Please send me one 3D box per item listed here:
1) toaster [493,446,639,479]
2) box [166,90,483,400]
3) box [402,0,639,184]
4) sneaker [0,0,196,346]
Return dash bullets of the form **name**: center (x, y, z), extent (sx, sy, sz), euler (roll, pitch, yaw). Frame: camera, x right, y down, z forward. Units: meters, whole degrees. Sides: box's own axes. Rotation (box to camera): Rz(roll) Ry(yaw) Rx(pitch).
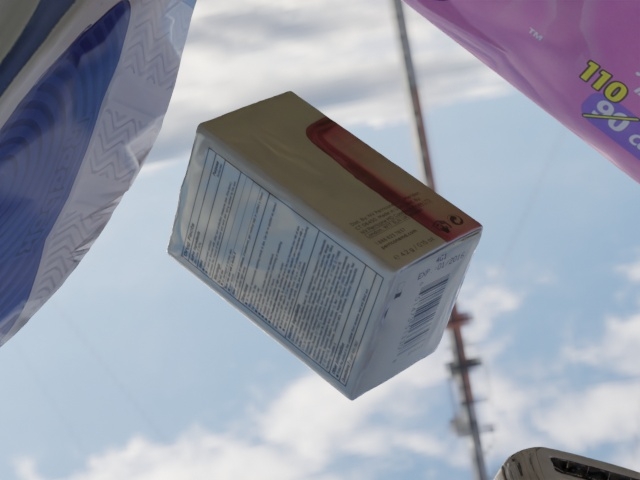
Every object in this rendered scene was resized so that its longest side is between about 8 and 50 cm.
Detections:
- **toaster**: center (0.222, 0.269, 1.385), extent (0.227, 0.146, 0.129), euler (17, -159, -9)
- **box**: center (0.000, 0.000, 1.438), extent (0.232, 0.149, 0.127), euler (38, -140, 25)
- **box**: center (0.159, -0.137, 0.619), extent (0.117, 0.213, 0.243), euler (-52, -179, -30)
- **sneaker**: center (-0.129, -0.130, 0.560), extent (0.182, 0.316, 0.127), euler (22, 177, 15)
